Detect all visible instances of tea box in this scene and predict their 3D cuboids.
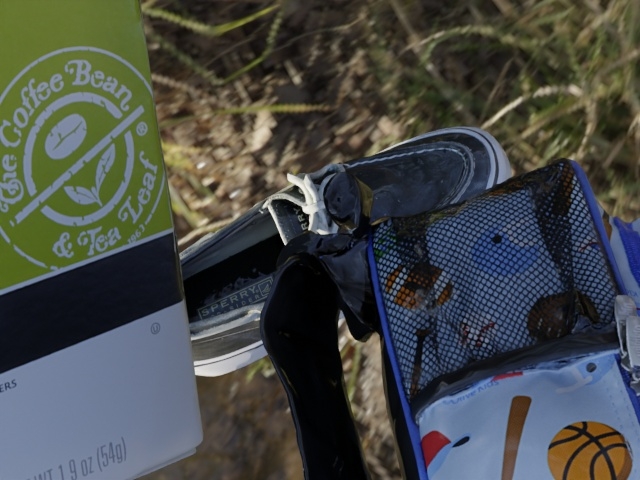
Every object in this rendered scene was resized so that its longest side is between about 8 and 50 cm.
[{"bbox_3d":[-0.260,-0.018,0.697,0.220,0.329,0.324,11,116,47],"label":"tea box"}]

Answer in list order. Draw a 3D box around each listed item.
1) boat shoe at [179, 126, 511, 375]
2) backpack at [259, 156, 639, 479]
[{"bbox_3d":[-0.002,-0.003,1.189,0.306,0.105,0.113,-24,66,8],"label":"boat shoe"},{"bbox_3d":[0.123,0.126,0.651,0.213,0.263,0.276,-18,133,17],"label":"backpack"}]
